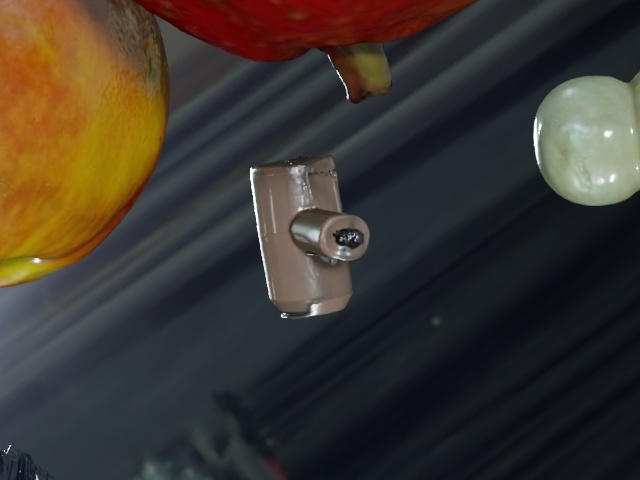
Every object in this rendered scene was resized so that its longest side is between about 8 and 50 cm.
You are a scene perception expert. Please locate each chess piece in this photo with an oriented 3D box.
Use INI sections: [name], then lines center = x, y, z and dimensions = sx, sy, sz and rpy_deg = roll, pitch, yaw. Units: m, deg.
[chess piece]
center = 0.280, -0.082, 1.412
dimensions = 0.133, 0.243, 0.133
rpy_deg = -7, -90, -80

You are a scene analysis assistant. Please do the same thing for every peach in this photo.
[peach]
center = -0.220, -0.109, 1.157
dimensions = 0.281, 0.281, 0.238
rpy_deg = 55, 158, -5

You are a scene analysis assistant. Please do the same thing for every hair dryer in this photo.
[hair dryer]
center = 0.000, 0.000, 1.332
dimensions = 0.181, 0.064, 0.117
rpy_deg = -165, 66, -77

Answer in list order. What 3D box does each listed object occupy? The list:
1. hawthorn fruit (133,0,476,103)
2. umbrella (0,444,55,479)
[hawthorn fruit]
center = -0.010, -0.211, 0.909
dimensions = 0.307, 0.265, 0.265
rpy_deg = 68, 167, -19
[umbrella]
center = -0.200, 0.258, 1.277
dimensions = 0.071, 0.071, 0.248
rpy_deg = -148, 50, -67
